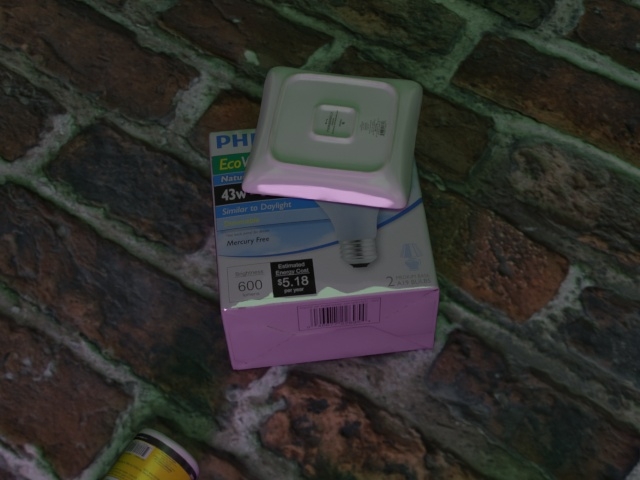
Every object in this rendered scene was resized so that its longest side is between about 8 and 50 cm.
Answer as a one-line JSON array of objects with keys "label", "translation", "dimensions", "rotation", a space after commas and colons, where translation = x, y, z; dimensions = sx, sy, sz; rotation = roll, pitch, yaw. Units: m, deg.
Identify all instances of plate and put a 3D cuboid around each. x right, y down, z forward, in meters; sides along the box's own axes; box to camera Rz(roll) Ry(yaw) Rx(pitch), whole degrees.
[{"label": "plate", "translation": [0.024, -0.187, 1.933], "dimensions": [0.278, 0.045, 0.277], "rotation": [7, 56, 5]}]

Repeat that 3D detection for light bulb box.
[{"label": "light bulb box", "translation": [0.000, 0.000, 1.971], "dimensions": [0.358, 0.225, 0.361], "rotation": [-6, 58, -3]}]

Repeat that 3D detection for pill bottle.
[{"label": "pill bottle", "translation": [-0.290, 0.405, 1.773], "dimensions": [0.119, 0.119, 0.208], "rotation": [27, 62, 18]}]
